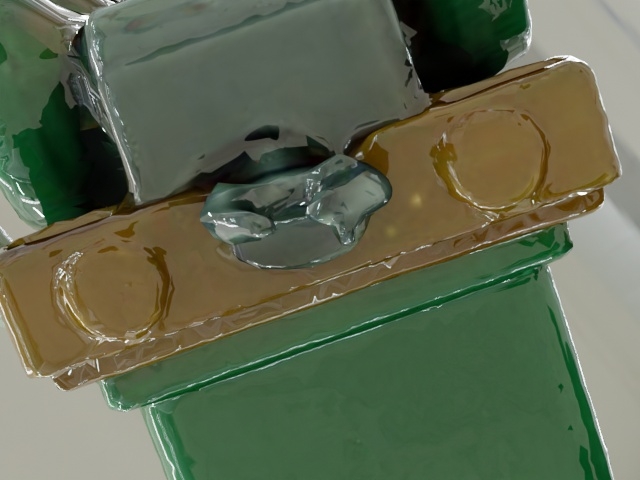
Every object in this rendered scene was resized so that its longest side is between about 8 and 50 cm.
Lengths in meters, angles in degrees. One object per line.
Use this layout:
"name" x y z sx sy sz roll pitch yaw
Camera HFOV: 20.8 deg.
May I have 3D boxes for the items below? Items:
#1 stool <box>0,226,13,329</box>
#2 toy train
"stool" -0.200 -0.083 0.937 0.199 0.195 0.195 35 -94 10
"toy train" 0.000 0.000 0.615 0.429 0.178 0.249 -107 -2 -81
